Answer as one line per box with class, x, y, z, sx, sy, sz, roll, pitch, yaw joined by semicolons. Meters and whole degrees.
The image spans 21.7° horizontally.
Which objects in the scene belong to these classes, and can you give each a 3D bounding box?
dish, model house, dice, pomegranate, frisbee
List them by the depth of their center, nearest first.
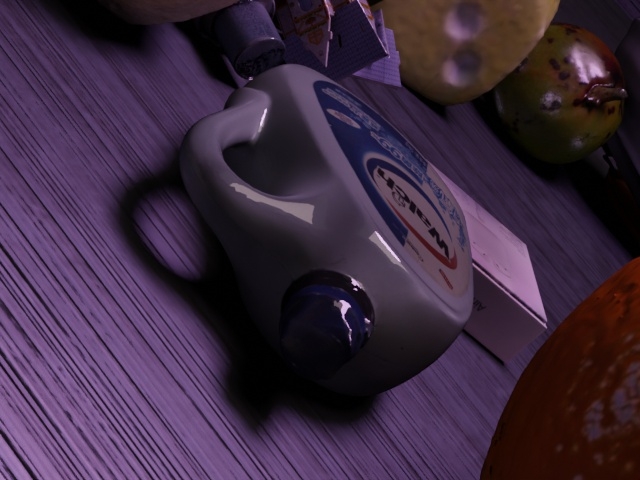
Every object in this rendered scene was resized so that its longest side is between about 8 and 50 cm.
model house;0.011;-0.171;1.414;0.167;0.117;0.088;8;60;-63
dice;0.130;-0.255;1.702;0.166;0.169;0.169;39;21;-21
pomegranate;0.257;-0.179;1.862;0.156;0.156;0.220;37;18;-27
dish;0.395;-0.099;1.930;0.316;0.106;0.316;63;3;-6
frisbee;0.436;0.010;2.056;0.251;0.021;0.251;41;19;-18

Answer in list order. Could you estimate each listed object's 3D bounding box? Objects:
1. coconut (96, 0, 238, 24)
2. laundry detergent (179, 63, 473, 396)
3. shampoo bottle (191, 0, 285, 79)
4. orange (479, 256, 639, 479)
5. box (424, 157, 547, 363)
coconut;-0.116;-0.276;1.191;0.237;0.197;0.237;34;27;-20
laundry detergent;0.000;0.000;1.041;0.215;0.105;0.280;45;21;-8
shampoo bottle;-0.088;-0.215;1.324;0.072;0.072;0.214;23;31;-50
orange;0.267;0.198;0.890;0.424;0.326;0.424;58;4;-6
box;0.113;0.013;1.331;0.130;0.051;0.129;39;22;-20
